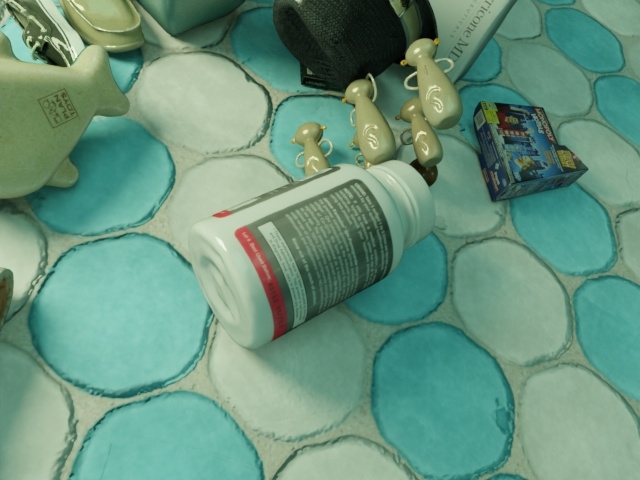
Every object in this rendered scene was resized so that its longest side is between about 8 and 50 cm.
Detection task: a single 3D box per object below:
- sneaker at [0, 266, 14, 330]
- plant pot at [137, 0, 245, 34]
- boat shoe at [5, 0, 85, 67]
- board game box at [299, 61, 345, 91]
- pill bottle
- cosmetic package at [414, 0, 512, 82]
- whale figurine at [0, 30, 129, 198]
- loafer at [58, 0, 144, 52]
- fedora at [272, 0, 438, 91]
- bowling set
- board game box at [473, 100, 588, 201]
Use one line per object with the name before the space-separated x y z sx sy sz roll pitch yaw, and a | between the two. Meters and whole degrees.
sneaker | -0.441 0.149 0.547 0.120 0.108 0.302 13 51 -10
plant pot | -0.228 -0.501 0.878 0.247 0.252 0.247 -37 77 -30
boat shoe | -0.419 -0.304 0.819 0.070 0.078 0.219 -27 65 -29
board game box | 0.021 -0.365 1.015 0.126 0.026 0.186 5 61 -15
pill bottle | 0.000 0.000 0.720 0.318 0.176 0.176 -26 72 -27
cosmetic package | 0.141 -0.522 1.001 0.453 0.230 0.161 37 38 6
whale figurine | -0.397 -0.171 0.709 0.141 0.216 0.272 8 39 37
loafer | -0.391 -0.422 0.878 0.102 0.092 0.268 -36 77 -30
fedora | 0.028 -0.355 0.858 0.334 0.334 0.153 36 88 4
bowling set | 0.110 -0.172 0.877 0.286 0.200 0.154 -24 64 20
board game box | 0.397 -0.165 1.004 0.194 0.060 0.194 2 62 -18
